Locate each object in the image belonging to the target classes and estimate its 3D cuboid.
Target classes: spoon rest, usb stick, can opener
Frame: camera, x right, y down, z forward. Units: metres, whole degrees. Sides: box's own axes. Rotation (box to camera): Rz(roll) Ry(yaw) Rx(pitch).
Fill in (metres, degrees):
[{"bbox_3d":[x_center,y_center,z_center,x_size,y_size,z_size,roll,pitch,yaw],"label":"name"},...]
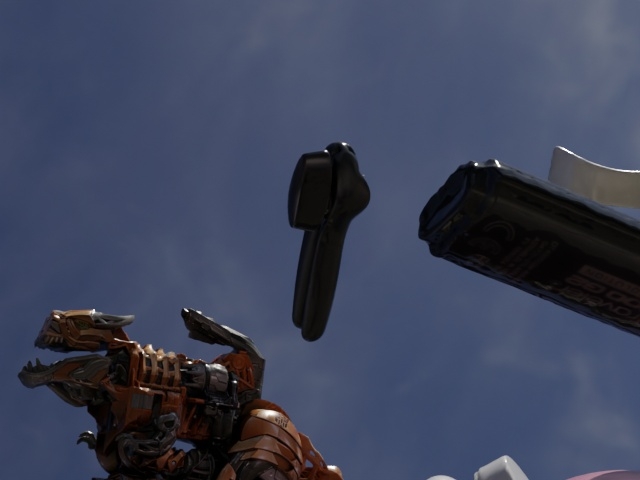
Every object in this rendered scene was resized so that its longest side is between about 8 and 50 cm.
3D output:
[{"bbox_3d":[0.369,-0.064,1.898,0.276,0.084,0.137,-4,-69,-31],"label":"spoon rest"},{"bbox_3d":[0.188,0.024,1.048,0.278,0.077,0.045,21,-129,-21],"label":"usb stick"},{"bbox_3d":[0.000,0.000,1.575,0.073,0.059,0.186,2,-59,-11],"label":"can opener"}]

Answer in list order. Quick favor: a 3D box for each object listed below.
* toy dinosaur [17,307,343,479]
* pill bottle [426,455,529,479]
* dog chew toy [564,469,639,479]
[{"bbox_3d":[-0.076,0.177,1.308,0.218,0.322,0.164,-62,-3,-18],"label":"toy dinosaur"},{"bbox_3d":[0.104,0.336,1.863,0.272,0.152,0.152,-31,-48,9],"label":"pill bottle"},{"bbox_3d":[0.105,0.259,1.033,0.206,0.332,0.206,38,-142,-39],"label":"dog chew toy"}]
